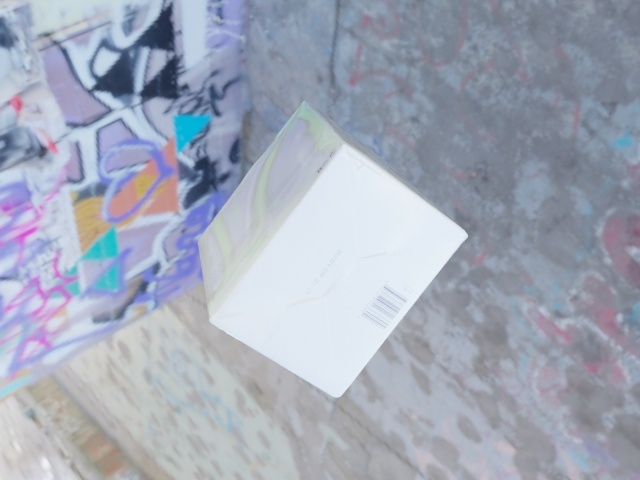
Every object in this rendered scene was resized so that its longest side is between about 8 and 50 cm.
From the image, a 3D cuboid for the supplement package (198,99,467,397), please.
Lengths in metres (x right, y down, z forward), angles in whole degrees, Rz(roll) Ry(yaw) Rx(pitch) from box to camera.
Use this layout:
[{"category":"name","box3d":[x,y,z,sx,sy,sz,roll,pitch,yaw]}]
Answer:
[{"category":"supplement package","box3d":[0.000,0.000,0.857,0.149,0.194,0.203,35,-170,-20]}]
